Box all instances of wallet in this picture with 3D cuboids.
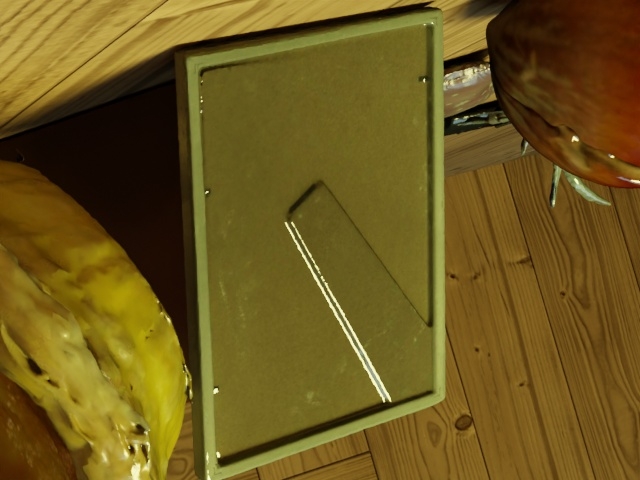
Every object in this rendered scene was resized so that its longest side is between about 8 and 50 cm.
[{"bbox_3d":[0.272,-0.179,2.444,0.244,0.025,0.124,-15,177,-11],"label":"wallet"}]

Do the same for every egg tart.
[{"bbox_3d":[-0.219,0.073,1.313,0.169,0.388,0.388,-41,-171,-25],"label":"egg tart"}]

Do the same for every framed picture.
[{"bbox_3d":[0.000,0.000,1.369,0.241,0.324,0.020,-16,-157,-36],"label":"framed picture"}]

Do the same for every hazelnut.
[{"bbox_3d":[0.233,-0.123,1.440,0.181,0.181,0.212,-16,162,-18],"label":"hazelnut"}]

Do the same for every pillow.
[{"bbox_3d":[0.127,-0.150,1.867,0.118,0.043,0.185,-14,178,4],"label":"pillow"}]

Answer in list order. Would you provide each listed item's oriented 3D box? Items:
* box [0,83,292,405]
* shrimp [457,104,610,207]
[{"bbox_3d":[-0.159,0.018,1.549,0.339,0.239,0.229,-17,-179,20],"label":"box"},{"bbox_3d":[0.335,-0.159,1.877,0.411,0.166,0.221,-32,170,31],"label":"shrimp"}]
